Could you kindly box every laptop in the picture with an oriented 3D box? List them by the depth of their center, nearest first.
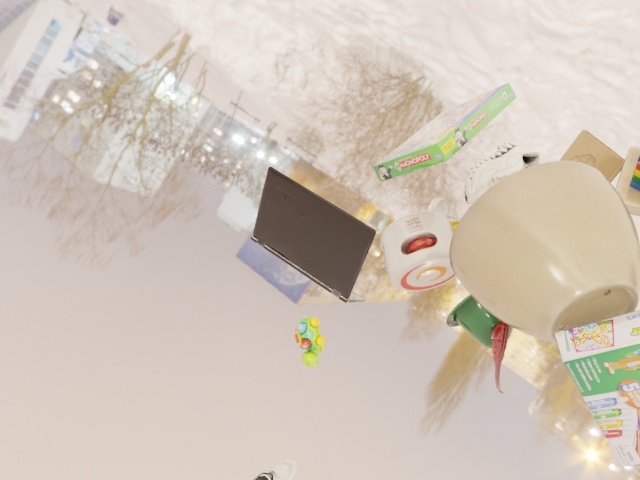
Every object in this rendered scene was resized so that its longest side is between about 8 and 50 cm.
[{"bbox_3d":[0.000,0.000,1.598,0.381,0.237,0.408,33,-176,18],"label":"laptop"}]

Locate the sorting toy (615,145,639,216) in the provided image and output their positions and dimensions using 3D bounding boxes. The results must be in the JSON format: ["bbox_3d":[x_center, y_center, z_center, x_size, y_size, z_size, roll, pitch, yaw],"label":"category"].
[{"bbox_3d":[0.788,-0.136,1.064,0.255,0.257,0.090,19,136,26],"label":"sorting toy"}]

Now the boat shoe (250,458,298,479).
[{"bbox_3d":[-0.160,0.758,1.556,0.095,0.084,0.258,25,-148,29],"label":"boat shoe"}]

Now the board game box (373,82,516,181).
[{"bbox_3d":[0.296,-0.256,1.191,0.213,0.317,0.046,-13,113,56],"label":"board game box"}]

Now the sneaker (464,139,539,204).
[{"bbox_3d":[0.528,-0.197,1.462,0.118,0.292,0.110,26,146,42],"label":"sneaker"}]

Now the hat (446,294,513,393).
[{"bbox_3d":[0.361,0.190,0.972,0.184,0.208,0.173,58,168,30],"label":"hat"}]

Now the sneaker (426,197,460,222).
[{"bbox_3d":[0.396,-0.024,1.525,0.103,0.111,0.253,33,-133,-47],"label":"sneaker"}]

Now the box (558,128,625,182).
[{"bbox_3d":[0.709,-0.177,1.369,0.021,0.201,0.165,6,-142,-28],"label":"box"}]

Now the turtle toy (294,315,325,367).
[{"bbox_3d":[-0.028,0.256,1.275,0.095,0.066,0.130,122,132,-71],"label":"turtle toy"}]

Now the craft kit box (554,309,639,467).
[{"bbox_3d":[0.465,0.178,0.629,0.250,0.246,0.061,52,-153,-25],"label":"craft kit box"}]

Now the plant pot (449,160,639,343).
[{"bbox_3d":[0.369,0.047,0.777,0.284,0.284,0.191,30,-152,-31],"label":"plant pot"}]

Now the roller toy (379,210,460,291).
[{"bbox_3d":[0.249,0.022,1.233,0.191,0.209,0.146,7,-126,-29],"label":"roller toy"}]
